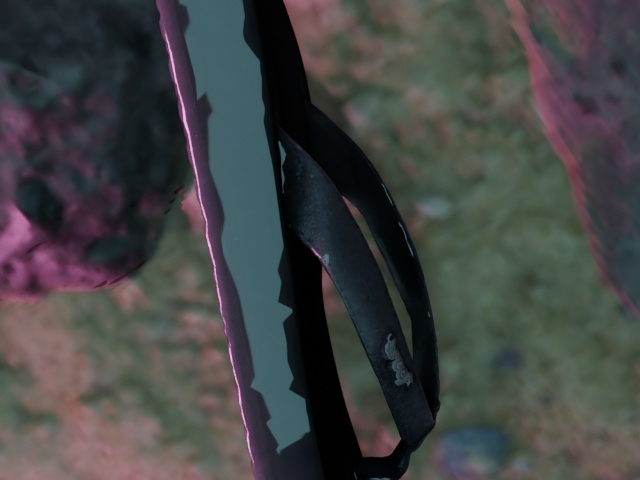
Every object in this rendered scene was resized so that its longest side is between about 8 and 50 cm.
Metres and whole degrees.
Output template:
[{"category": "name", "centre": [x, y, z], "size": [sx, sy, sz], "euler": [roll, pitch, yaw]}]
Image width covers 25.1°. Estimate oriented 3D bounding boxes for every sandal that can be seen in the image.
[{"category": "sandal", "centre": [0.000, 0.000, 0.410], "size": [0.054, 0.097, 0.254], "euler": [-10, 109, 5]}]
